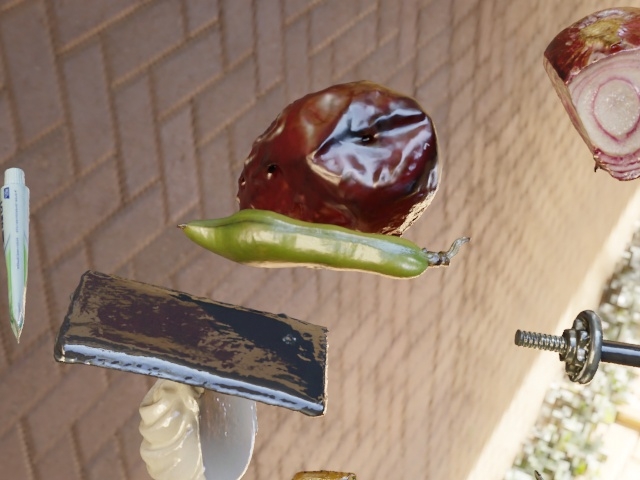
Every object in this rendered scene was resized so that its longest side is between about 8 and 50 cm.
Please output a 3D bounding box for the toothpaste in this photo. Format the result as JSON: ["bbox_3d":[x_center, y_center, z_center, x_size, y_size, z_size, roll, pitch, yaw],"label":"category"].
[{"bbox_3d":[-0.491,0.018,1.921,0.074,0.048,0.296,117,-31,-59],"label":"toothpaste"}]

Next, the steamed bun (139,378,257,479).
[{"bbox_3d":[-0.153,0.221,1.425,0.183,0.106,0.182,-5,90,-66],"label":"steamed bun"}]

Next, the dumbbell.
[{"bbox_3d":[0.322,0.117,1.209,0.110,0.255,0.110,-171,-90,-86],"label":"dumbbell"}]

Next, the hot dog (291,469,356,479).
[{"bbox_3d":[0.006,0.432,2.160,0.049,0.122,0.037,75,13,-62],"label":"hot dog"}]

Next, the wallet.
[{"bbox_3d":[-0.127,0.106,1.246,0.146,0.286,0.030,-87,-167,-55],"label":"wallet"}]

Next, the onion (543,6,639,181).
[{"bbox_3d":[0.437,-0.233,1.678,0.216,0.206,0.207,59,12,-35],"label":"onion"}]

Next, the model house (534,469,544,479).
[{"bbox_3d":[0.258,0.363,1.365,0.088,0.167,0.117,-29,141,-4],"label":"model house"}]

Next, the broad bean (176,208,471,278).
[{"bbox_3d":[-0.002,0.008,1.316,0.075,0.325,0.067,-27,126,-79],"label":"broad bean"}]

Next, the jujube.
[{"bbox_3d":[0.018,-0.084,1.737,0.258,0.258,0.377,-49,-176,-39],"label":"jujube"}]
